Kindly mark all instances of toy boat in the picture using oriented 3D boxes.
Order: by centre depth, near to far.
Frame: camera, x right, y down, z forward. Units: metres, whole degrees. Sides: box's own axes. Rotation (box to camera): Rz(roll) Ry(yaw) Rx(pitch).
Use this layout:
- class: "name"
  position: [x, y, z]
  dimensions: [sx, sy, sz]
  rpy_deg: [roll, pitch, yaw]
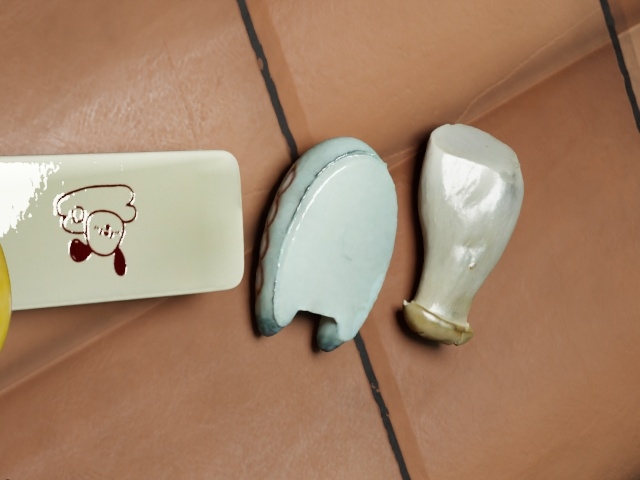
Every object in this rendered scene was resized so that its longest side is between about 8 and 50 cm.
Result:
- class: "toy boat"
  position: [0.000, 0.000, 1.813]
  dimensions: [0.134, 0.079, 0.207]
  rpy_deg: [14, 90, -32]

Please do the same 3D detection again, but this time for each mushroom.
- class: "mushroom"
  position: [0.143, -0.006, 1.922]
  dimensions: [0.116, 0.093, 0.225]
  rpy_deg: [9, 93, -22]

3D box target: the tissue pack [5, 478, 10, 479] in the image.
- class: "tissue pack"
  position: [-0.307, 0.396, 1.499]
  dimensions: [0.361, 0.122, 0.259]
  rpy_deg: [-37, 111, -33]

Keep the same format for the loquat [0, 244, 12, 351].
- class: "loquat"
  position: [-0.348, 0.037, 1.394]
  dimensions: [0.235, 0.235, 0.235]
  rpy_deg: [1, 89, -41]

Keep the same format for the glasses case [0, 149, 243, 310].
- class: "glasses case"
  position: [-0.208, -0.011, 1.620]
  dimensions: [0.313, 0.070, 0.131]
  rpy_deg: [-4, 92, -41]
